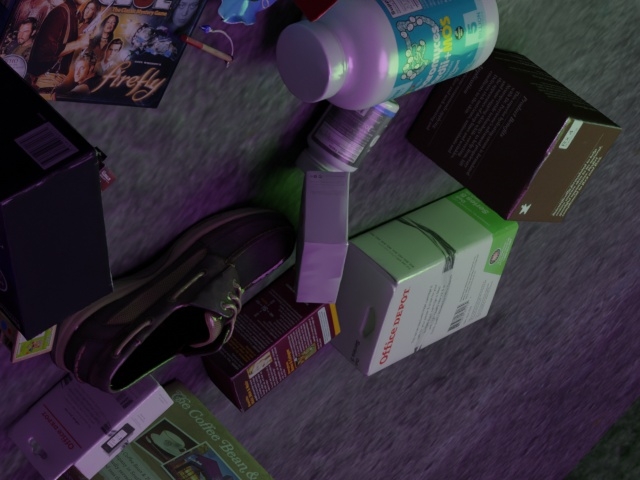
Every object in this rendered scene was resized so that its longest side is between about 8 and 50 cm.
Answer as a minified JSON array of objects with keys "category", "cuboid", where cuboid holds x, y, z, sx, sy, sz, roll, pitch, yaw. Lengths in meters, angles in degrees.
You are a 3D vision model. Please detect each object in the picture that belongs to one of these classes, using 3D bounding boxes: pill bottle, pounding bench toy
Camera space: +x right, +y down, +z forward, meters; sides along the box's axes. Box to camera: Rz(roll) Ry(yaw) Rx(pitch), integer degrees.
[{"category":"pill bottle","cuboid":[0.032,-0.136,1.829,0.137,0.078,0.078,-55,150,13]},{"category":"pill bottle","cuboid":[0.075,-0.240,1.696,0.264,0.146,0.146,-24,142,-36]},{"category":"pounding bench toy","cuboid":[-0.335,0.081,1.615,0.052,0.065,0.083,-18,139,-41]}]

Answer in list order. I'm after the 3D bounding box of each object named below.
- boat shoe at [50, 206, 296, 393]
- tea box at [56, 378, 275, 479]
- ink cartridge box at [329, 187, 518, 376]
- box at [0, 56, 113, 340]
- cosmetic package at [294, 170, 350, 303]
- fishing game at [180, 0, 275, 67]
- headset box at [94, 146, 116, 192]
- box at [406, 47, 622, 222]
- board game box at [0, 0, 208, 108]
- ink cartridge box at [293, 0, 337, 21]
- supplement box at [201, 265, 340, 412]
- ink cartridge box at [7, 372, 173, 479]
[{"category":"boat shoe","cuboid":[-0.160,0.085,1.784,0.355,0.130,0.132,-32,147,-25]},{"category":"tea box","cuboid":[-0.190,0.432,1.955,0.220,0.329,0.324,-25,142,-34]},{"category":"ink cartridge box","cuboid":[0.149,0.060,2.179,0.273,0.115,0.198,-23,141,-38]},{"category":"box","cuboid":[-0.303,-0.066,1.284,0.103,0.261,0.184,-33,147,-25]},{"category":"cosmetic package","cuboid":[0.000,0.000,1.855,0.060,0.099,0.239,1,159,-3]},{"category":"fishing game","cuboid":[-0.046,-0.303,1.531,0.264,0.041,0.189,-58,164,6]},{"category":"headset box","cuboid":[-0.264,-0.067,1.537,0.083,0.062,0.032,-45,151,-7]},{"category":"box","cuboid":[0.268,-0.148,2.001,0.167,0.203,0.168,2,125,-54]},{"category":"board game box","cuboid":[-0.226,-0.216,1.431,0.243,0.042,0.165,-2,127,-52]},{"category":"ink cartridge box","cuboid":[0.048,-0.420,1.298,0.385,0.308,0.091,-46,128,13]},{"category":"supplement box","cuboid":[-0.070,0.137,2.014,0.188,0.081,0.104,-38,150,-17]},{"category":"ink cartridge box","cuboid":[-0.288,0.220,1.803,0.180,0.104,0.060,-42,151,-10]}]
